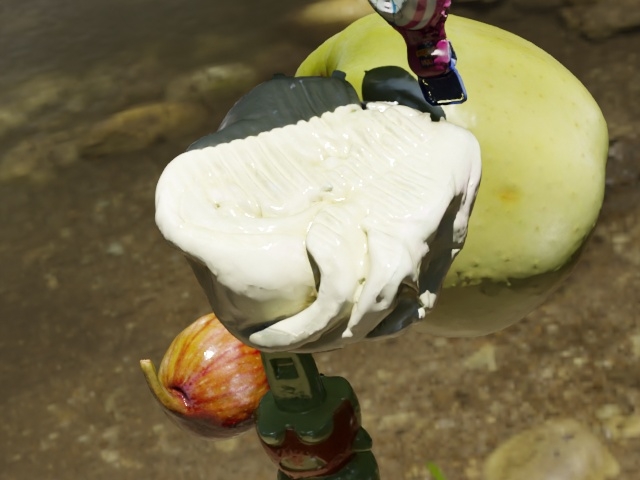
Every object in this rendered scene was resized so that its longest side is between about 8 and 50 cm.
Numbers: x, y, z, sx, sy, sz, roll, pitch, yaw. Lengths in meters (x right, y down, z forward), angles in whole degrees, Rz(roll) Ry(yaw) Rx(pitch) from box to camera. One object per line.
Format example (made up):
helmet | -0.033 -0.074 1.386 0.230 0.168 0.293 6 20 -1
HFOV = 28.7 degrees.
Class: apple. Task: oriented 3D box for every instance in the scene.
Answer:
apple | 0.155 -0.093 1.718 0.474 0.473 0.473 -8 27 4

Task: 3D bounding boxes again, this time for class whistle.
whistle | -0.008 0.215 1.381 0.131 0.288 0.106 -5 31 23

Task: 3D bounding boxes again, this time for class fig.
fig | -0.161 0.199 1.688 0.175 0.175 0.207 9 25 34

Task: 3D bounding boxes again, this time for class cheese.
cheese | 0.103 -0.265 1.403 0.062 0.244 0.155 -28 17 -28

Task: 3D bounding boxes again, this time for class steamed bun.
steamed bun | 0.000 0.000 1.150 0.268 0.207 0.280 13 47 22
